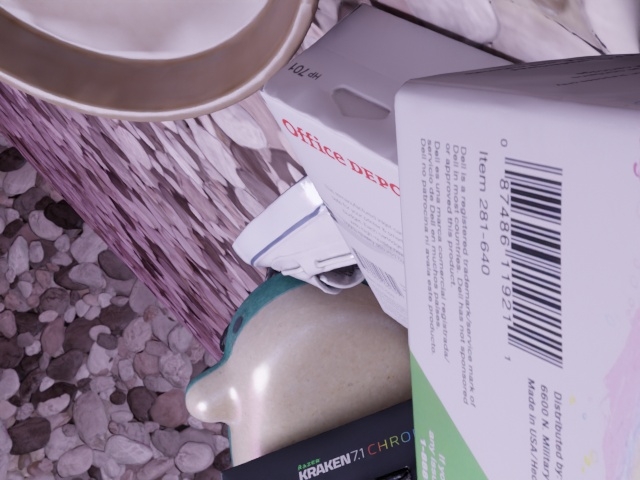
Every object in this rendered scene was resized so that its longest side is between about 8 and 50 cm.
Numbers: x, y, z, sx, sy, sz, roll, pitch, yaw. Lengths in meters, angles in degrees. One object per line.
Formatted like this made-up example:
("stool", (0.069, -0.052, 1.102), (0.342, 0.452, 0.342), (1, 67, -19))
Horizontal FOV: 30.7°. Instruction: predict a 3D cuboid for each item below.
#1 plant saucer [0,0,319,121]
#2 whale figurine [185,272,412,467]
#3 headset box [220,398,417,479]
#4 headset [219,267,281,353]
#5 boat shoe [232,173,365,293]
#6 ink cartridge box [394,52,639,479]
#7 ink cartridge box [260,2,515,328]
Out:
("plant saucer", (-0.127, -0.175, 0.587), (0.278, 0.041, 0.278), (12, 140, 10))
("whale figurine", (-0.020, 0.142, 1.001), (0.216, 0.272, 0.141), (14, -158, -24))
("headset box", (0.085, 0.252, 0.924), (0.131, 0.246, 0.283), (-103, -12, -47))
("headset", (0.077, 0.182, 1.150), (0.394, 0.185, 0.243), (35, 166, -12))
("boat shoe", (0.000, 0.000, 0.859), (0.084, 0.095, 0.258), (53, 168, 0))
("ink cartridge box", (0.140, 0.056, 0.330), (0.278, 0.117, 0.201), (-157, 60, -63))
("ink cartridge box", (0.068, -0.015, 0.616), (0.139, 0.082, 0.190), (35, 160, 45))
